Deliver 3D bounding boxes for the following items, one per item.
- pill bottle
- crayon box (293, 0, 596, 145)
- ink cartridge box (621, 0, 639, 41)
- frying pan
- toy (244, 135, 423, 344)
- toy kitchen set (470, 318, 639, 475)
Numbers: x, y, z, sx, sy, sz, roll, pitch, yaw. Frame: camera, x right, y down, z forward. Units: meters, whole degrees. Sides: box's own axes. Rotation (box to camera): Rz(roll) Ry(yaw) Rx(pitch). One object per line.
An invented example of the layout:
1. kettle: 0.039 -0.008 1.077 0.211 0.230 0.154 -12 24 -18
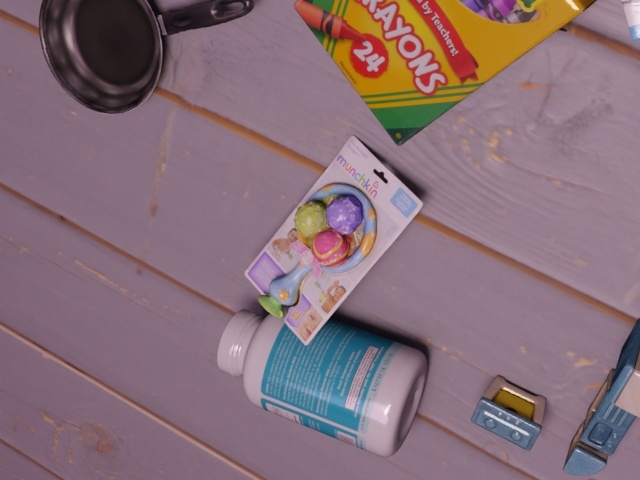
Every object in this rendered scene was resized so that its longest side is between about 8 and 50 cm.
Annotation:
1. pill bottle: -0.002 0.175 1.144 0.264 0.146 0.146 18 119 18
2. crayon box: 0.139 -0.263 0.883 0.202 0.081 0.318 52 134 -2
3. ink cartridge box: 0.327 -0.248 0.860 0.048 0.028 0.083 -14 105 30
4. frying pan: -0.241 -0.295 1.111 0.326 0.053 0.197 -31 96 31
5. toy: 0.000 0.000 1.061 0.137 0.056 0.237 47 112 25
6. toy kitchen set: 0.287 0.178 1.014 0.166 0.122 0.207 26 121 14
